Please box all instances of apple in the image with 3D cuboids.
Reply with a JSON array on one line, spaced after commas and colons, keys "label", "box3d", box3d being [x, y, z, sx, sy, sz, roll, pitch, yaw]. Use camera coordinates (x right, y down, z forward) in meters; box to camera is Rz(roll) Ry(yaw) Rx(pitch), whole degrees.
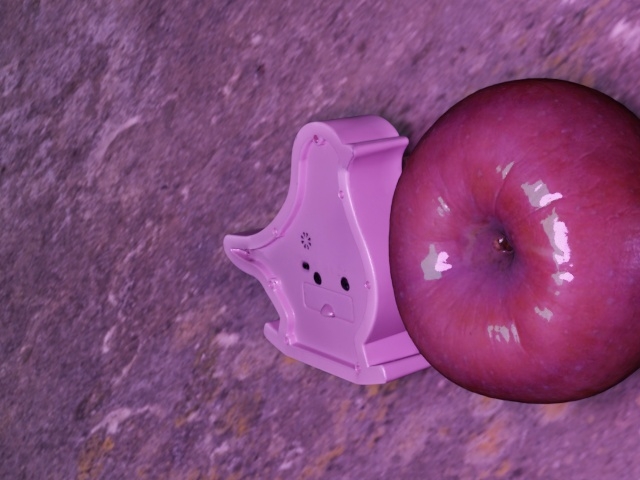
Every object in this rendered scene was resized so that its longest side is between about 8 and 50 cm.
[{"label": "apple", "box3d": [0.204, 0.001, 1.274, 0.305, 0.235, 0.306, 2, 92, 40]}]

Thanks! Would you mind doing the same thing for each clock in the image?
[{"label": "clock", "box3d": [0.000, 0.000, 1.483, 0.290, 0.080, 0.275, 10, 109, 53]}]

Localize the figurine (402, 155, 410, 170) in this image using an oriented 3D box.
[{"label": "figurine", "box3d": [0.108, -0.020, 1.462, 0.143, 0.068, 0.101, 45, 115, 45]}]
